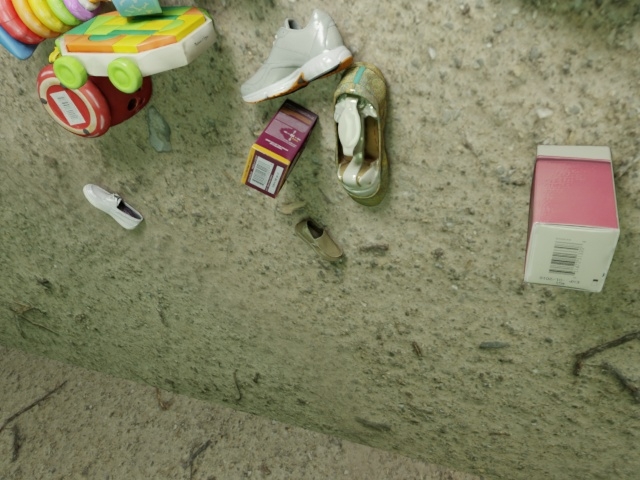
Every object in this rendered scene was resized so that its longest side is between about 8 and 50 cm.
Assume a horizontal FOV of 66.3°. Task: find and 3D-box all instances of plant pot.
[{"bbox_3d":[-0.500,-0.336,1.084,0.191,0.174,0.191,12,136,12],"label":"plant pot"}]

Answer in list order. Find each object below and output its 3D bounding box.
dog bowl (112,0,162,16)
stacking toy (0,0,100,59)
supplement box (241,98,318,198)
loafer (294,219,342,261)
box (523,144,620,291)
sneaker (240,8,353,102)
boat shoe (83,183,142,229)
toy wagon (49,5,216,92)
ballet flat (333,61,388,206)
[{"bbox_3d":[-0.365,-0.523,0.817,0.074,0.166,0.297,-24,122,-7],"label":"dog bowl"},{"bbox_3d":[-0.507,-0.486,0.968,0.301,0.166,0.175,-2,147,13],"label":"stacking toy"},{"bbox_3d":[-0.082,-0.192,1.013,0.080,0.188,0.104,27,138,-3],"label":"supplement box"},{"bbox_3d":[0.000,0.000,1.265,0.148,0.056,0.050,35,143,-10],"label":"loafer"},{"bbox_3d":[0.441,-0.046,0.875,0.126,0.232,0.149,6,134,21],"label":"box"},{"bbox_3d":[-0.062,-0.349,0.935,0.262,0.099,0.121,-11,106,37],"label":"sneaker"},{"bbox_3d":[-0.609,-0.107,1.448,0.063,0.066,0.184,-32,112,28],"label":"boat shoe"},{"bbox_3d":[-0.374,-0.369,0.915,0.344,0.267,0.068,9,134,18],"label":"toy wagon"},{"bbox_3d":[0.076,-0.183,1.002,0.123,0.123,0.349,11,136,16],"label":"ballet flat"}]
